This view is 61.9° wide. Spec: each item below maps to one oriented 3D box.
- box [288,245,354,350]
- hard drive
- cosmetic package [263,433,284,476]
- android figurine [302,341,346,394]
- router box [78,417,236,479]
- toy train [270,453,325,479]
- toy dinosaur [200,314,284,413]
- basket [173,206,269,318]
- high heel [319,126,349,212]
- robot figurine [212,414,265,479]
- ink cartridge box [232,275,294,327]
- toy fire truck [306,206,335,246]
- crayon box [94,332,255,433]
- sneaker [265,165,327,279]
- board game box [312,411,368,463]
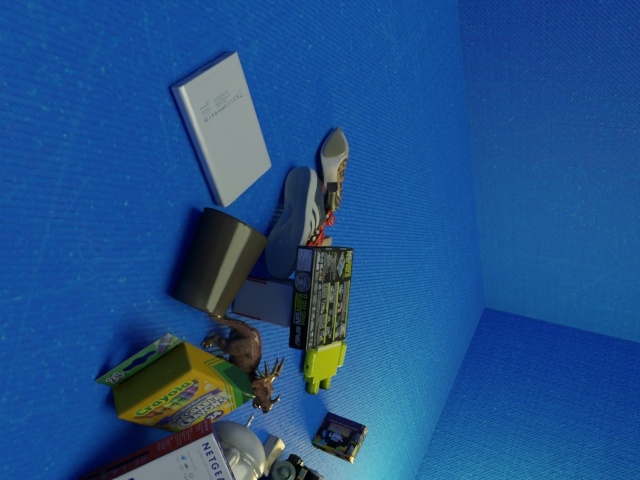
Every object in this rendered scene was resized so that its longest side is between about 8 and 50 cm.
[{"bbox_3d":[0.006,0.150,1.452,0.216,0.060,0.269,1,95,-59],"label":"box"},{"bbox_3d":[-0.233,-0.272,1.321,0.210,0.040,0.318,-50,138,-38],"label":"hard drive"},{"bbox_3d":[-0.169,0.701,1.743,0.115,0.041,0.060,-55,141,-33],"label":"cosmetic package"},{"bbox_3d":[0.016,0.417,1.941,0.248,0.056,0.272,6,96,-59],"label":"android figurine"},{"bbox_3d":[-0.323,0.611,1.178,0.301,0.082,0.335,-23,102,-13],"label":"router box"},{"bbox_3d":[-0.120,0.863,1.706,0.333,0.190,0.142,-55,170,-32],"label":"toy train"},{"bbox_3d":[-0.193,0.296,1.418,0.127,0.201,0.295,-45,135,-43],"label":"toy dinosaur"},{"bbox_3d":[-0.250,0.064,1.306,0.204,0.154,0.226,40,70,-54],"label":"basket"},{"bbox_3d":[0.040,-0.230,1.779,0.186,0.093,0.261,94,2,-68],"label":"high heel"},{"bbox_3d":[-0.278,0.621,1.385,0.353,0.200,0.300,-52,177,-36],"label":"robot figurine"},{"bbox_3d":[-0.089,0.175,1.550,0.273,0.197,0.114,12,87,-59],"label":"ink cartridge box"},{"bbox_3d":[0.000,0.000,1.762,0.192,0.047,0.135,-60,140,-12],"label":"toy fire truck"},{"bbox_3d":[-0.323,0.346,1.234,0.203,0.083,0.323,-33,143,6],"label":"crayon box"},{"bbox_3d":[-0.054,-0.039,1.590,0.148,0.131,0.349,38,64,-54],"label":"sneaker"},{"bbox_3d":[0.074,0.746,2.029,0.141,0.171,0.048,-57,141,-33],"label":"board game box"}]
